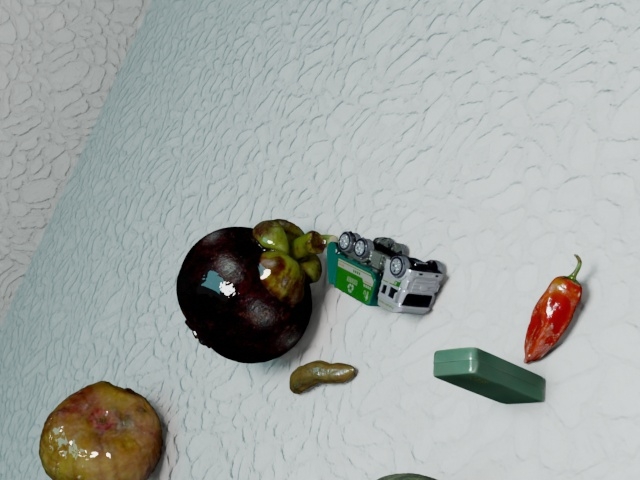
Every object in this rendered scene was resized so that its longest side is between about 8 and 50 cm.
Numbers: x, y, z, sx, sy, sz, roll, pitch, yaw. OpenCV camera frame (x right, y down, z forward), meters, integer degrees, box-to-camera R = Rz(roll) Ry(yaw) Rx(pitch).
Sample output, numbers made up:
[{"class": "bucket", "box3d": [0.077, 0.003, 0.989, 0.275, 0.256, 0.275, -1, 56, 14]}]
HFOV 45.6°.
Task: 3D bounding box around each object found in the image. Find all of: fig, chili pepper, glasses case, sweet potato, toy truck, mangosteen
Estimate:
[{"class": "fig", "box3d": [-0.538, 0.541, 1.849, 0.286, 0.286, 0.369, 58, 139, 46]}, {"class": "chili pepper", "box3d": [0.357, 0.109, 1.156, 0.059, 0.050, 0.191, 43, 117, 47]}, {"class": "glasses case", "box3d": [0.250, 0.202, 1.124, 0.077, 0.184, 0.040, -15, 58, 45]}, {"class": "sweet potato", "box3d": [-0.004, 0.262, 1.497, 0.182, 0.053, 0.054, -22, 50, 42]}, {"class": "toy truck", "box3d": [0.111, 0.057, 1.426, 0.253, 0.114, 0.124, 29, 108, 51]}, {"class": "mangosteen", "box3d": [-0.145, 0.090, 1.564, 0.296, 0.297, 0.314, 5, 66, 50]}]

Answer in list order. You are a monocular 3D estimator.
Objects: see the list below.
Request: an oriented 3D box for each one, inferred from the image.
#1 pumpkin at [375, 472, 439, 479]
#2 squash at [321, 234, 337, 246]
[{"class": "pumpkin", "box3d": [0.135, 0.500, 1.049, 0.291, 0.257, 0.328, 16, 82, 64]}, {"class": "squash", "box3d": [0.000, 0.000, 1.645, 0.083, 0.027, 0.028, 2, 73, 49]}]
